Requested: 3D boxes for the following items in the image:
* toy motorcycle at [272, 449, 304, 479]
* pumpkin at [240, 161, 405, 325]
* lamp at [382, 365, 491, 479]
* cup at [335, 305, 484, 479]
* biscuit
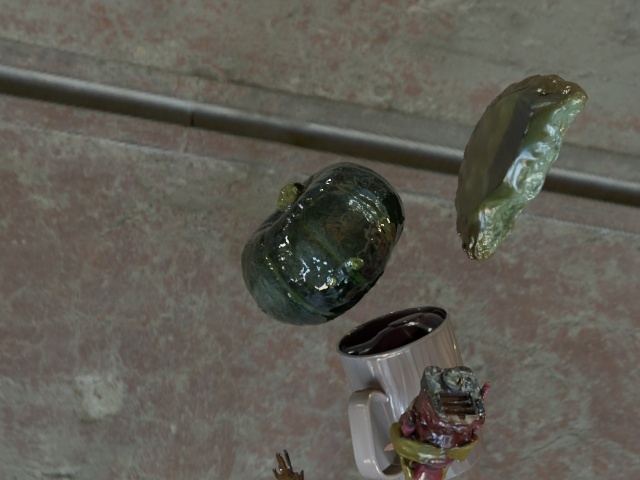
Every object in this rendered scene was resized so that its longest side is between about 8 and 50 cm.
[{"bbox_3d":[0.030,0.450,1.035,0.134,0.207,0.401,-18,72,-54],"label":"toy motorcycle"},{"bbox_3d":[0.000,0.000,1.352,0.207,0.300,0.300,48,65,-10],"label":"pumpkin"},{"bbox_3d":[0.155,0.285,1.198,0.118,0.253,0.118,8,44,-7],"label":"lamp"},{"bbox_3d":[0.159,0.278,1.469,0.208,0.288,0.273,-16,101,9],"label":"cup"},{"bbox_3d":[0.314,-0.127,1.424,0.078,0.329,0.335,18,84,-15],"label":"biscuit"}]
